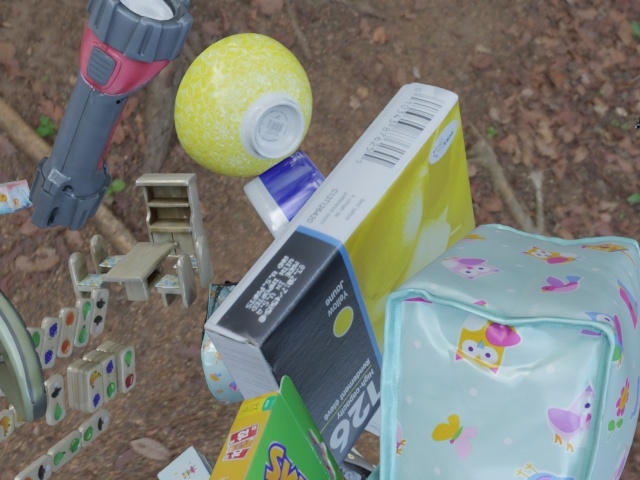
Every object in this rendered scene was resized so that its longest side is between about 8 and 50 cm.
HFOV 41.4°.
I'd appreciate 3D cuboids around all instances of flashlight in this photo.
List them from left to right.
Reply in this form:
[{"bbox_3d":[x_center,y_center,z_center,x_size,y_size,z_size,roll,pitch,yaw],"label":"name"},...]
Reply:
[{"bbox_3d":[-0.235,-0.143,0.921,0.103,0.304,0.103,6,47,-30],"label":"flashlight"}]

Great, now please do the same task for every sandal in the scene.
[{"bbox_3d":[-0.350,0.054,0.734,0.303,0.120,0.086,41,55,7],"label":"sandal"}]

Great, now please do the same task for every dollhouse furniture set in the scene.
[{"bbox_3d":[-0.305,-0.004,1.522,0.242,0.212,0.161,-59,147,-61],"label":"dollhouse furniture set"}]

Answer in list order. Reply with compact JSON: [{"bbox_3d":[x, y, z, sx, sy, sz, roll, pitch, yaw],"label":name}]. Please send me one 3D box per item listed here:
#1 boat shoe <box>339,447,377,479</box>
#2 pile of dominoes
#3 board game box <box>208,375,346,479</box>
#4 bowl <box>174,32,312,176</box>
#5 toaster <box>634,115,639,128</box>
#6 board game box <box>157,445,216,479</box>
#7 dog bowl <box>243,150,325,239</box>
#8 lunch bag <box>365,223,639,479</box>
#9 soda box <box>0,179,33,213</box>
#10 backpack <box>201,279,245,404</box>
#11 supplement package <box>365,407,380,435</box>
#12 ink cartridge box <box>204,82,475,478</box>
[{"bbox_3d":[0.094,0.440,1.450,0.324,0.097,0.116,36,97,-7],"label":"boat shoe"},{"bbox_3d":[-0.296,0.181,0.967,0.251,0.040,0.195,-40,135,-64],"label":"pile of dominoes"},{"bbox_3d":[-0.032,0.196,0.460,0.124,0.039,0.259,64,25,-21],"label":"board game box"},{"bbox_3d":[-0.119,-0.238,1.637,0.290,0.289,0.156,-18,36,-29],"label":"bowl"},{"bbox_3d":[0.414,-0.089,0.842,0.110,0.168,0.185,-31,80,10],"label":"toaster"},{"bbox_3d":[-0.177,0.575,1.705,0.097,0.303,0.224,-39,49,-4],"label":"board game box"},{"bbox_3d":[0.000,0.000,1.266,0.104,0.265,0.265,-35,88,-1],"label":"dog bowl"},{"bbox_3d":[0.131,0.137,0.589,0.223,0.160,0.262,-29,124,-61],"label":"lunch bag"},{"bbox_3d":[-0.723,-0.092,1.890,0.058,0.183,0.063,-31,112,-51],"label":"soda box"},{"bbox_3d":[-0.126,0.178,1.433,0.144,0.165,0.188,-1,46,17],"label":"backpack"},{"bbox_3d":[0.052,0.262,1.791,0.145,0.204,0.262,-48,133,8],"label":"supplement package"},{"bbox_3d":[0.051,0.067,0.796,0.072,0.307,0.303,18,57,33],"label":"ink cartridge box"}]
